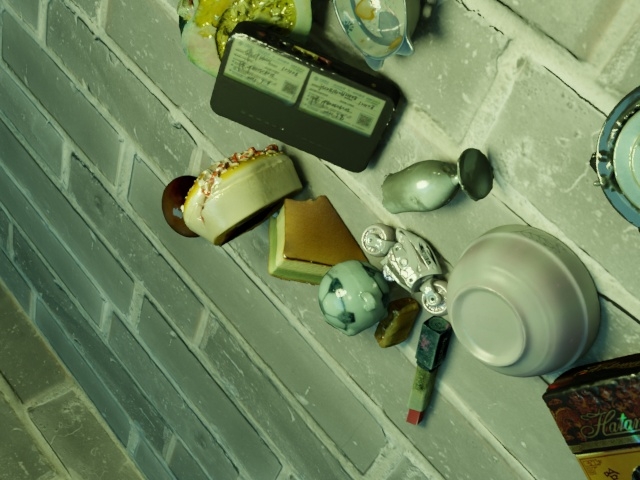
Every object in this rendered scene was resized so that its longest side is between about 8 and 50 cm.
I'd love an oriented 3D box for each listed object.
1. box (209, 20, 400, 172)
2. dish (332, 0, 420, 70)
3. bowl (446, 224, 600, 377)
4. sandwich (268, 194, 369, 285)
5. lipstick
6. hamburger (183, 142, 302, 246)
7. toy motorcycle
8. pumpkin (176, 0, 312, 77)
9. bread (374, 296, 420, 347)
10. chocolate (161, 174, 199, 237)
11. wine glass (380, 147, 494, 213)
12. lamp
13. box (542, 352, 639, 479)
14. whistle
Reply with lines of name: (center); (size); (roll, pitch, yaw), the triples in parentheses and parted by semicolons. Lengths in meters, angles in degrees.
box: (-0.035, -0.280, 1.531); (0.350, 0.058, 0.211); (24, 135, -3)
dish: (0.123, -0.428, 1.375); (0.228, 0.086, 0.236); (47, 150, 25)
bowl: (0.340, 0.126, 1.395); (0.287, 0.144, 0.286); (25, 127, 39)
sandwich: (0.000, 0.000, 1.748); (0.108, 0.220, 0.186); (133, 143, -52)
lipstick: (0.230, 0.300, 1.689); (0.051, 0.051, 0.312); (32, 132, 32)
hamburger: (-0.177, -0.106, 1.734); (0.151, 0.295, 0.227); (50, 128, 4)
toy motorcycle: (0.187, 0.047, 1.576); (0.254, 0.112, 0.112); (44, 137, 26)
pumpkin: (-0.161, -0.486, 1.546); (0.293, 0.264, 0.196); (-56, 36, 42)
bread: (0.165, 0.179, 1.678); (0.053, 0.074, 0.132); (53, 140, 32)
chocolate: (-0.353, -0.082, 2.061); (0.177, 0.177, 0.176); (26, 128, 38)
wine glass: (0.210, -0.104, 1.448); (0.222, 0.103, 0.103); (-13, 100, 51)
lamp: (0.474, -0.109, 1.009); (0.205, 0.272, 0.374); (58, 142, 10)
box: (0.584, 0.388, 1.280); (0.264, 0.116, 0.415); (-30, 87, 53)
whistle: (0.061, 0.115, 1.649); (0.290, 0.164, 0.163); (-168, 58, -73)
